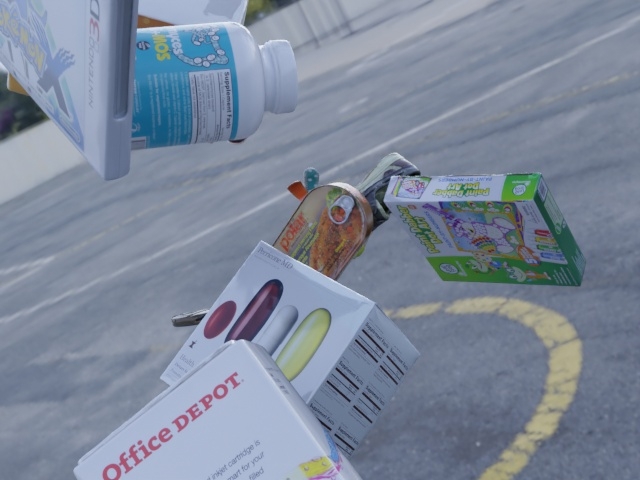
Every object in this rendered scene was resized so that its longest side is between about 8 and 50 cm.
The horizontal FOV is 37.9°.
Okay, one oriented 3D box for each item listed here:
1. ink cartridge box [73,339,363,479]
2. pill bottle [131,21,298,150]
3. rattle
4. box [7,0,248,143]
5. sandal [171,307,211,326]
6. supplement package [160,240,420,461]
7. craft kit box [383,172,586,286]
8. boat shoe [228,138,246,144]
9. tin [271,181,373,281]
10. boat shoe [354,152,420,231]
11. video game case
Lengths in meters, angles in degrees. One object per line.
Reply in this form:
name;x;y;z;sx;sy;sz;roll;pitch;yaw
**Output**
ink cartridge box;-0.062;0.261;0.868;0.201;0.278;0.117;-38;-14;1
pill bottle;-0.165;-0.191;1.146;0.264;0.146;0.146;-8;7;-16
rattle;-0.006;-0.050;1.748;0.130;0.199;0.143;-55;22;1
box;-0.307;-0.326;1.502;0.168;0.345;0.215;-81;7;-45
sandal;-0.134;0.133;1.409;0.090;0.060;0.219;-11;-14;27
supplement package;-0.033;0.147;1.089;0.194;0.149;0.203;26;75;38
craft kit box;0.260;-0.014;1.462;0.246;0.250;0.061;4;60;36
boat shoe;-0.159;-0.239;1.828;0.049;0.043;0.137;12;42;-3
tin;0.000;0.000;1.324;0.190;0.106;0.040;-54;-7;28
boat shoe;0.092;-0.062;1.678;0.223;0.080;0.073;-49;41;-9
video game case;-0.284;-0.269;0.947;0.036;0.300;0.329;-22;53;-34
